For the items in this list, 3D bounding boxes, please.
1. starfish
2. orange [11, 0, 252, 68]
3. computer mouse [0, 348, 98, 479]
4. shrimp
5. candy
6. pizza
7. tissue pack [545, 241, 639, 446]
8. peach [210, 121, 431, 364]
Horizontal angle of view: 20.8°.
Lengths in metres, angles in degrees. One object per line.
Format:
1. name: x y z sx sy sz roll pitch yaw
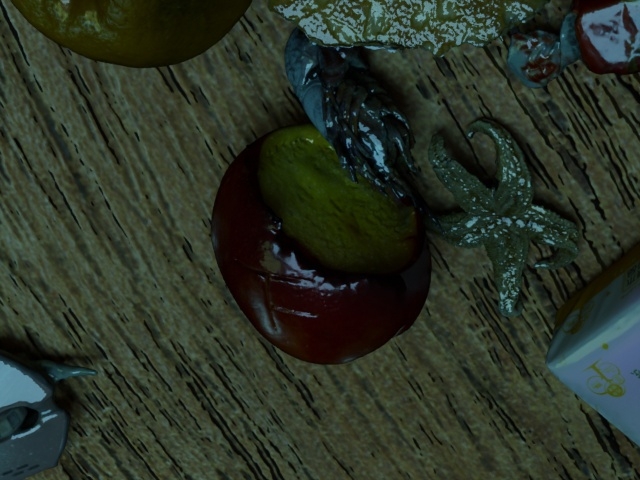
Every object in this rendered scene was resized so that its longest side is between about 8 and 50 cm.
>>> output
1. starfish: 0.165 -0.014 1.636 0.150 0.053 0.210 1 124 19
2. orange: -0.151 -0.265 1.479 0.249 0.183 0.249 20 139 19
3. computer mouse: -0.411 0.207 1.896 0.389 0.115 0.199 -13 121 23
4. shrimp: 0.046 -0.100 1.577 0.079 0.090 0.233 -39 85 36
5. candy: 0.296 -0.191 1.481 0.292 0.059 0.086 -12 115 21
6. pizza: 0.073 -0.218 1.516 0.246 0.058 0.127 -10 96 6
7. tissue pack: 0.353 0.082 1.605 0.185 0.124 0.225 38 124 -14
8. peach: 0.000 0.000 1.608 0.190 0.196 0.226 -24 121 -10
